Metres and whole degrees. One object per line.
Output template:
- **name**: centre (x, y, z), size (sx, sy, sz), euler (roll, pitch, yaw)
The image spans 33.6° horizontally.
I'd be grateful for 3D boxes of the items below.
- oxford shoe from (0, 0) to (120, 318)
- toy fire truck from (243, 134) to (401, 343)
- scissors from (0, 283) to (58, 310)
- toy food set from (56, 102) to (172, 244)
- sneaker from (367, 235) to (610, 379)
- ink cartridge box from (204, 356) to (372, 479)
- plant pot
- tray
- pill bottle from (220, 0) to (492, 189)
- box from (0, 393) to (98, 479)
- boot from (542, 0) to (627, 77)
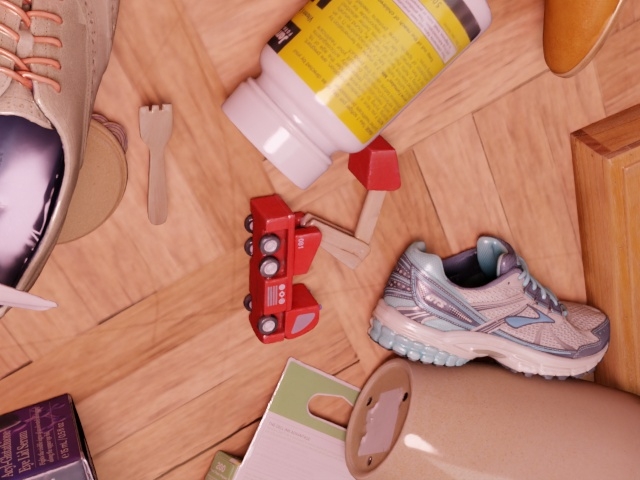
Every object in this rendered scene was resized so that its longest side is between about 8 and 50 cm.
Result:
- **oxford shoe**: centre (-0.198, -0.131, 0.722), size (0.140, 0.146, 0.397), euler (5, 100, -25)
- **toy fire truck**: centre (0.000, 0.000, 0.977), size (0.135, 0.047, 0.192), euler (-10, 122, -20)
- **scissors**: centre (-0.310, 0.002, 0.682), size (0.297, 0.021, 0.109), euler (-3, 93, 15)
- **toy food set**: centre (-0.218, -0.056, 0.856), size (0.192, 0.038, 0.132), euler (-9, 125, -22)
- **sneaker**: centre (0.191, 0.064, 1.065), size (0.283, 0.110, 0.122), euler (5, 109, -29)
- **ink cartridge box**: centre (-0.032, 0.252, 1.109), size (0.171, 0.056, 0.235), euler (29, 80, -34)
- **plant pot**: centre (0.173, 0.228, 1.088), size (0.274, 0.256, 0.256), euler (25, 106, -20)
- **tray**: centre (0.396, 0.034, 1.159), size (0.202, 0.076, 0.411), euler (-23, 126, -10)
- **pill bottle**: centre (0.027, -0.147, 0.859), size (0.208, 0.119, 0.119), euler (-44, 126, 4)
- **box**: centre (-0.293, 0.235, 0.906), size (0.207, 0.153, 0.108), euler (-17, 108, -15)
- **boot**: centre (0.162, -0.290, 0.858), size (0.211, 0.104, 0.295), euler (6, 111, -21)
